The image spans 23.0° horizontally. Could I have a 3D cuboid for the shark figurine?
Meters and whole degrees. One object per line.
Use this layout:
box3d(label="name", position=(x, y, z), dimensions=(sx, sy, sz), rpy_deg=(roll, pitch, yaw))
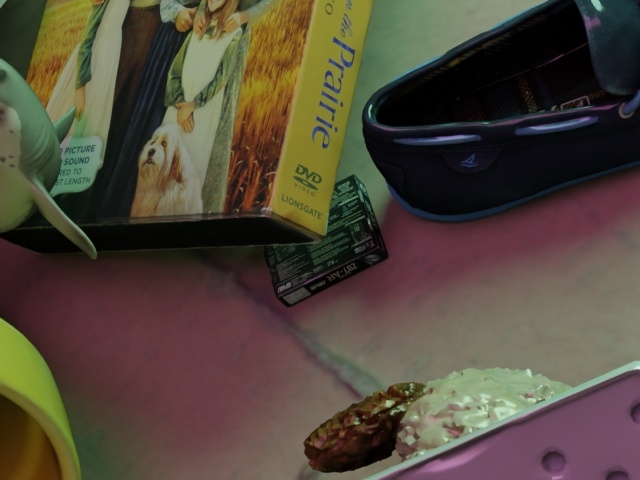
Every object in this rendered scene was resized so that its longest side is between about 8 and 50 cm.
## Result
box3d(label="shark figurine", position=(-0.229, -0.059, 1.135), dimensions=(0.278, 0.166, 0.116), rpy_deg=(-24, 28, 54))

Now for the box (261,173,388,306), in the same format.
box3d(label="box", position=(0.000, 0.000, 1.111), dimensions=(0.083, 0.018, 0.067), rpy_deg=(-27, 55, 13))

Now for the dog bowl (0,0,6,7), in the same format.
box3d(label="dog bowl", position=(-0.381, -0.196, 1.284), dimensions=(0.348, 0.102, 0.349), rpy_deg=(-31, 28, 18))

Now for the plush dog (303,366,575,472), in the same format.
box3d(label="plush dog", position=(0.100, 0.152, 0.843), dimensions=(0.262, 0.211, 0.225), rpy_deg=(18, 32, -4))

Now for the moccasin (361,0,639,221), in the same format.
box3d(label="moccasin", position=(0.188, -0.111, 1.006), dimensions=(0.342, 0.117, 0.138), rpy_deg=(-29, 54, 12))

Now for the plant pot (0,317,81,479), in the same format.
box3d(label="plant pot", position=(-0.309, 0.112, 1.095), dimensions=(0.254, 0.254, 0.239), rpy_deg=(-36, 37, 7))

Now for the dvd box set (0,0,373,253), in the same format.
box3d(label="dvd box set", position=(-0.084, -0.198, 1.158), dimensions=(0.307, 0.062, 0.420), rpy_deg=(-1, 70, 42))

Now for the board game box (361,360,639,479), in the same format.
box3d(label="board game box", position=(0.063, 0.294, 0.707), dimensions=(0.390, 0.050, 0.390), rpy_deg=(-26, 94, 17))
